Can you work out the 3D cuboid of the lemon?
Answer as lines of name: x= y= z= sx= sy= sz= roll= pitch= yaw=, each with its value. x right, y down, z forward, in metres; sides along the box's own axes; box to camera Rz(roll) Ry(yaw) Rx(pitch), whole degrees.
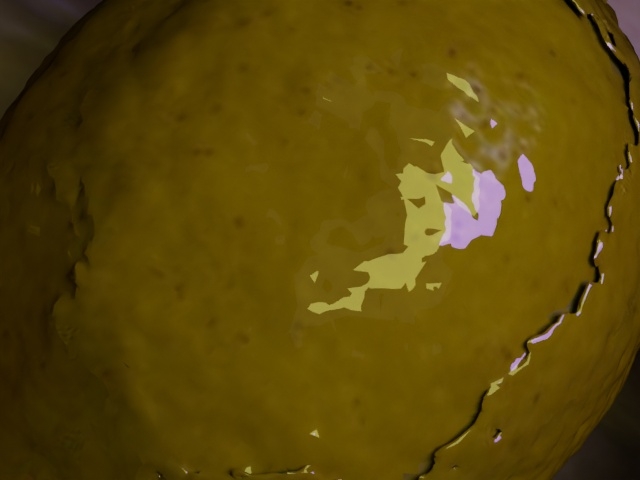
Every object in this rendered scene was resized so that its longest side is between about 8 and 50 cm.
lemon: x=0.000 y=0.000 z=0.507 sx=0.260 sy=0.204 sz=0.204 roll=-44 pitch=101 yaw=-21
